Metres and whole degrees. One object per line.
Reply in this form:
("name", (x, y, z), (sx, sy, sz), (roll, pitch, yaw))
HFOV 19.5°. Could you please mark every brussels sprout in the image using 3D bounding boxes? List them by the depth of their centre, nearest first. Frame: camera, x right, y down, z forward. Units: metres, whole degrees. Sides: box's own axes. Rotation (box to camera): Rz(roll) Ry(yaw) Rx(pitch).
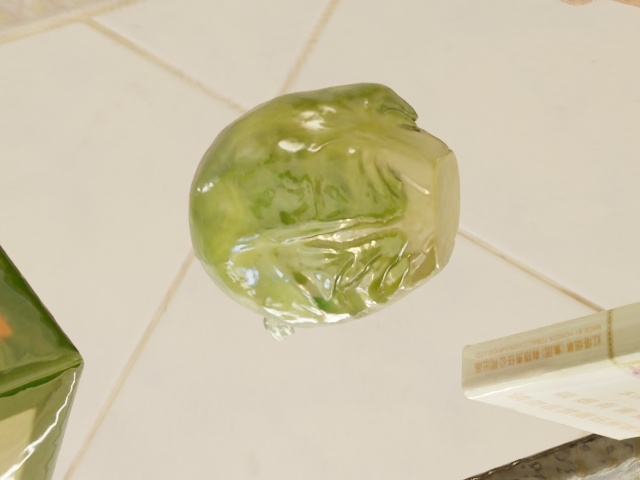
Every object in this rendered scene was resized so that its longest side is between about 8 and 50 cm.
("brussels sprout", (0.002, -0.012, 1.052), (0.155, 0.117, 0.155), (9, 136, 9))

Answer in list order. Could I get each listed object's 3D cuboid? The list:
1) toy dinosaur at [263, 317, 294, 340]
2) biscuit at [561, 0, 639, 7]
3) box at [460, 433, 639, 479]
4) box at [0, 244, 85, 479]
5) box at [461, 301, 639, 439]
("toy dinosaur", (0.000, 0.002, 1.384), (0.106, 0.044, 0.187), (-4, 139, -2))
("biscuit", (0.295, -0.209, 1.417), (0.324, 0.205, 0.049), (20, 72, 28))
("box", (0.118, 0.171, 1.067), (0.212, 0.201, 0.042), (-13, 59, -24))
("box", (-0.180, 0.038, 0.451), (0.148, 0.177, 0.195), (-20, 58, -35))
("box", (0.182, 0.048, 0.791), (0.122, 0.220, 0.032), (19, 64, -40))
